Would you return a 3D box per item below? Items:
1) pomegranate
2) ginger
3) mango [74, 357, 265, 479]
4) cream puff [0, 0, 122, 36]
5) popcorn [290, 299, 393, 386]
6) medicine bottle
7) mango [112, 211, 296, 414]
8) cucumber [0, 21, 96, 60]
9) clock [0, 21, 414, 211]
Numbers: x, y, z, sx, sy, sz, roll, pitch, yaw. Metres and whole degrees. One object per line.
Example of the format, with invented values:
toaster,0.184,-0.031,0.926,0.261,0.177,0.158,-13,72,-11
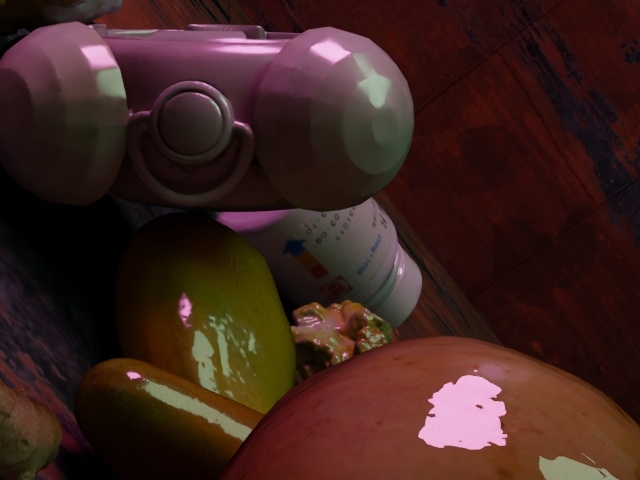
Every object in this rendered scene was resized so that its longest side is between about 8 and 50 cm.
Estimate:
pomegranate,0.040,0.215,0.719,0.338,0.338,0.338,52,10,-13
ginger,-0.226,0.046,0.701,0.288,0.075,0.089,52,32,-38
mango,-0.075,0.156,0.891,0.227,0.136,0.099,41,57,-22
cream puff,-0.297,-0.362,1.164,0.378,0.275,0.378,50,13,-16
popcorn,0.021,0.133,1.455,0.145,0.126,0.126,41,-30,53
medicine bottle,0.000,0.000,1.630,0.293,0.170,0.170,46,13,-41
mango,-0.093,0.086,1.083,0.176,0.119,0.317,46,19,-36
cucumber,-0.273,-0.192,1.340,0.056,0.056,0.284,53,15,-8
clock,-0.095,-0.109,1.138,0.326,0.342,0.184,-81,167,-85
